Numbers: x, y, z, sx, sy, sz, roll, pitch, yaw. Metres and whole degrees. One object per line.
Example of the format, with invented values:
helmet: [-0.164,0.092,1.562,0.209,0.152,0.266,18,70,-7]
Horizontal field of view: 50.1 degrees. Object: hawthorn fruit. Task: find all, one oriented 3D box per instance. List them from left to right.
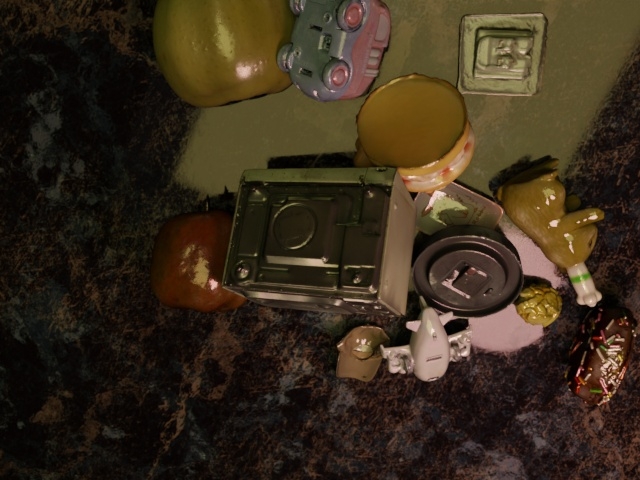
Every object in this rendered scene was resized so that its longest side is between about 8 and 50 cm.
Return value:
hawthorn fruit: [-0.297,0.033,1.746,0.268,0.268,0.300,4,97,6]

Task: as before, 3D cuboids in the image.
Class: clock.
clock: [0.371,0.081,1.731,0.281,0.055,0.280,7,130,8]

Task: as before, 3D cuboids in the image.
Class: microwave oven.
microwave oven: [0.000,0.000,1.623,0.395,0.247,0.332,2,73,23]

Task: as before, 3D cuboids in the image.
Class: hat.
hat: [0.099,0.307,1.871,0.147,0.085,0.175,13,127,-9]

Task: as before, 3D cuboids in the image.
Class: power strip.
power strip: [0.441,-0.449,1.658,0.213,0.064,0.198,1,101,7]

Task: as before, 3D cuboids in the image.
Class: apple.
apple: [-0.244,-0.525,1.707,0.320,0.312,0.360,-22,105,-35]

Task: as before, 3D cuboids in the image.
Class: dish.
dish: [0.338,-0.069,1.748,0.213,0.077,0.151,27,106,-1]

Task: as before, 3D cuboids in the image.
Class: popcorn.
popcorn: [0.559,0.167,1.768,0.116,0.121,0.106,38,145,22]

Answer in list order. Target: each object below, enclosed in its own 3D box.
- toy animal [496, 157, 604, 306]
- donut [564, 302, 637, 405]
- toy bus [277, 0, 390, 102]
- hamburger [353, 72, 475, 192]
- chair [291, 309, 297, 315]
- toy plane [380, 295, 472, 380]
toy animal: [0.600,-0.030,1.678,0.180,0.181,0.363,-39,99,17]
donut: [0.689,0.279,1.698,0.103,0.270,0.269,22,104,12]
toy bus: [0.055,-0.473,1.623,0.197,0.232,0.294,30,115,41]
hamburger: [0.214,-0.238,1.646,0.303,0.186,0.260,-9,64,13]
chair: [-0.072,0.068,1.829,0.106,0.113,0.229,-22,62,10]
toy plane: [0.280,0.268,1.787,0.252,0.118,0.252,-7,127,-10]
